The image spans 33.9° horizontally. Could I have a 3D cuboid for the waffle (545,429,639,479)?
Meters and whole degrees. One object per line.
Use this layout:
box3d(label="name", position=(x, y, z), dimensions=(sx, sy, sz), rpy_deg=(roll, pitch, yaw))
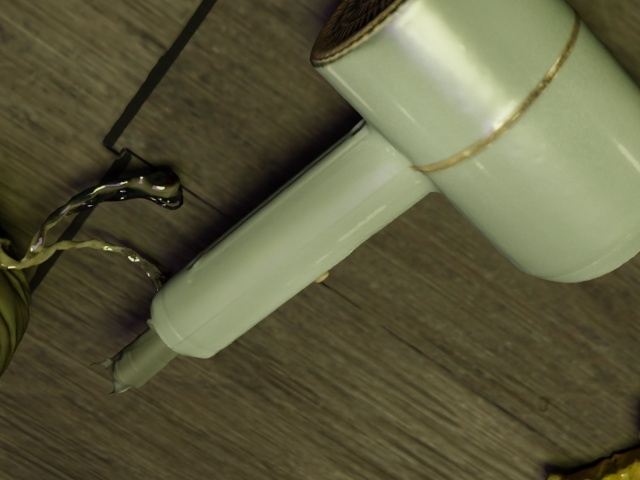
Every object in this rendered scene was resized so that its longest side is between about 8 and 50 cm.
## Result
box3d(label="waffle", position=(0.268, 0.144, 0.648), dimensions=(0.249, 0.056, 0.253), rpy_deg=(3, 125, 7))

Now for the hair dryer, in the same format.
box3d(label="hair dryer", position=(0.000, 0.000, 0.568), dimensions=(0.357, 0.107, 0.173), rpy_deg=(-37, 110, 28))

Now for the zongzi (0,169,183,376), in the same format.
box3d(label="zongzi", position=(-0.349, -0.008, 0.586), dimensions=(0.447, 0.181, 0.418), rpy_deg=(-30, 114, 22))
